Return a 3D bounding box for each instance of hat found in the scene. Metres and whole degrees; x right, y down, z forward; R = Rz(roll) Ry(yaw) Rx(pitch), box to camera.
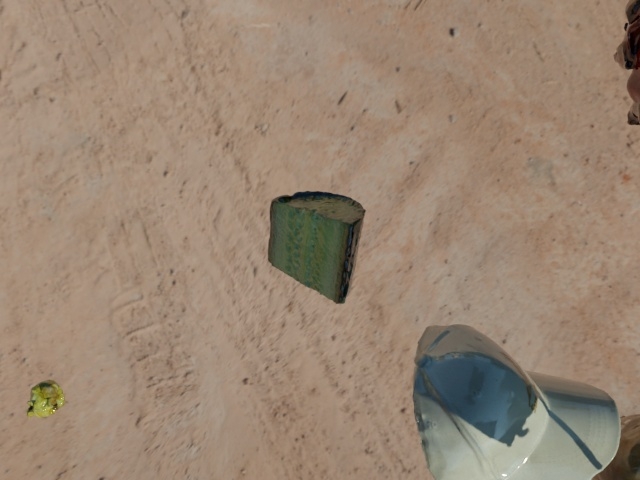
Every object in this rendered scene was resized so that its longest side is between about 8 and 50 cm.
[{"bbox_3d":[0.286,0.237,0.877,0.301,0.168,0.258,4,44,8],"label":"hat"}]

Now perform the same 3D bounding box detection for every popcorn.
[{"bbox_3d":[-0.486,0.285,1.055,0.059,0.083,0.068,11,35,-14],"label":"popcorn"}]

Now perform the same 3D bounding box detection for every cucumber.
[{"bbox_3d":[0.000,0.000,0.677,0.116,0.115,0.062,29,36,30],"label":"cucumber"}]

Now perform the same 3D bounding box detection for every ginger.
[{"bbox_3d":[0.580,0.459,1.021,0.155,0.244,0.304,-17,74,-25],"label":"ginger"}]

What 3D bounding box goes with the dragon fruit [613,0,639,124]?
[{"bbox_3d":[0.351,-0.152,0.435,0.244,0.244,0.299,1,117,-9],"label":"dragon fruit"}]
